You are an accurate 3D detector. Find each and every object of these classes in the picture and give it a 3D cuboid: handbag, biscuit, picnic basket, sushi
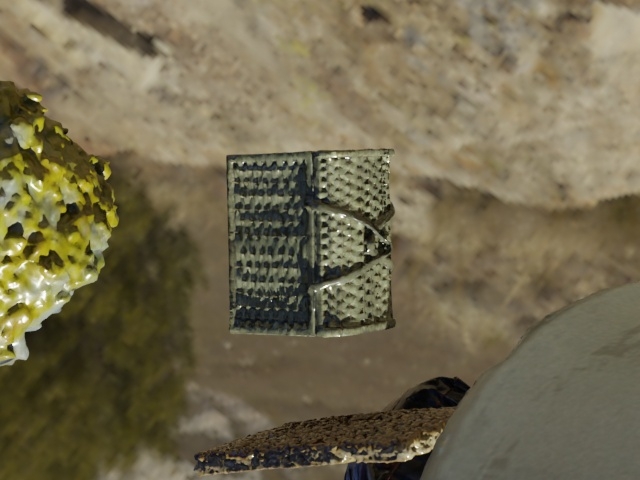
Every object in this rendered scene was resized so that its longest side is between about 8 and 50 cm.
[{"bbox_3d":[0.115,0.248,1.661,0.155,0.169,0.215,41,166,2],"label":"handbag"},{"bbox_3d":[0.014,0.160,1.235,0.231,0.025,0.131,-11,180,39],"label":"biscuit"},{"bbox_3d":[0.000,0.000,1.618,0.154,0.196,0.134,1,-178,35],"label":"picnic basket"},{"bbox_3d":[-0.422,-0.013,1.714,0.396,0.351,0.240,2,143,48],"label":"sushi"}]

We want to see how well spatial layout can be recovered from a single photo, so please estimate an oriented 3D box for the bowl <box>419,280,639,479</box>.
[{"bbox_3d":[0.184,0.147,0.460,0.313,0.313,0.146,41,148,-15],"label":"bowl"}]
